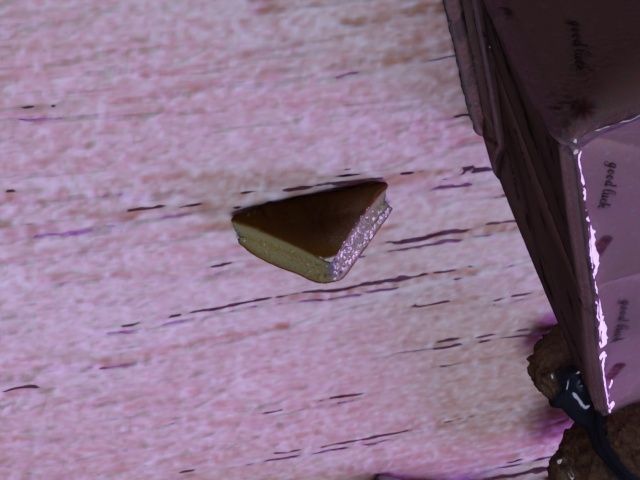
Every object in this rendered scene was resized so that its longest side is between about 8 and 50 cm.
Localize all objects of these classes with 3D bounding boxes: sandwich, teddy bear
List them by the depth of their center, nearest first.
[{"bbox_3d":[0.000,0.000,0.997,0.083,0.044,0.031,-13,144,-5],"label":"sandwich"},{"bbox_3d":[0.208,0.088,1.116,0.182,0.129,0.251,27,136,2],"label":"teddy bear"}]

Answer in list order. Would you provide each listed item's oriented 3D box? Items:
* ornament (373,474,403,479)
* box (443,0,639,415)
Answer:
[{"bbox_3d":[0.138,0.221,1.244,0.285,0.120,0.130,0,138,-20],"label":"ornament"},{"bbox_3d":[0.219,-0.092,0.858,0.297,0.190,0.225,-20,144,-1],"label":"box"}]
